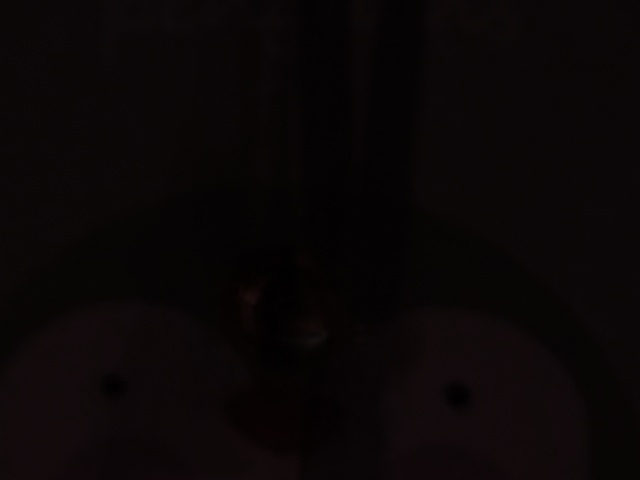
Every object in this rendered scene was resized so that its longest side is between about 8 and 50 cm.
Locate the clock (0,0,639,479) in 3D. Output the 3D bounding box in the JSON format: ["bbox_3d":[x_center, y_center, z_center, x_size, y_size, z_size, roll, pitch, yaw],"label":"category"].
[{"bbox_3d":[-0.006,0.011,0.317,0.319,0.319,0.066,-38,175,3],"label":"clock"}]
